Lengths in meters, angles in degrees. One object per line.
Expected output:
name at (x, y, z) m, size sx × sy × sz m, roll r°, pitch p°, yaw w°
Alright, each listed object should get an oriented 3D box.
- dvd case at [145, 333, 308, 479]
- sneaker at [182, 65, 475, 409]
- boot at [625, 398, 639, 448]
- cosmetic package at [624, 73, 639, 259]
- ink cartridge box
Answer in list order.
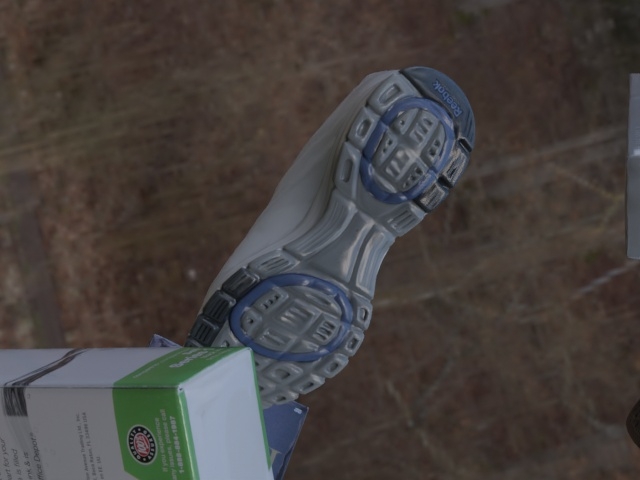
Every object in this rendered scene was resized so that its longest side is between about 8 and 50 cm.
dvd case at (-0.120, 0.216, 1.355) m, size 0.018 × 0.164 × 0.221 m, roll -38°, pitch -152°, yaw 63°
sneaker at (0.000, 0.000, 1.105) m, size 0.111 × 0.297 × 0.129 m, roll 37°, pitch 4°, yaw -18°
boot at (0.331, 0.175, 1.229) m, size 0.106 × 0.082 × 0.219 m, roll 41°, pitch -5°, yaw -11°
cosmetic package at (0.336, -0.073, 1.348) m, size 0.238 × 0.127 × 0.107 m, roll -58°, pitch 146°, yaw -65°
ink cartridge box at (-0.147, 0.155, 0.977) m, size 0.092 × 0.219 × 0.160 m, roll -28°, pitch 112°, yaw -59°
